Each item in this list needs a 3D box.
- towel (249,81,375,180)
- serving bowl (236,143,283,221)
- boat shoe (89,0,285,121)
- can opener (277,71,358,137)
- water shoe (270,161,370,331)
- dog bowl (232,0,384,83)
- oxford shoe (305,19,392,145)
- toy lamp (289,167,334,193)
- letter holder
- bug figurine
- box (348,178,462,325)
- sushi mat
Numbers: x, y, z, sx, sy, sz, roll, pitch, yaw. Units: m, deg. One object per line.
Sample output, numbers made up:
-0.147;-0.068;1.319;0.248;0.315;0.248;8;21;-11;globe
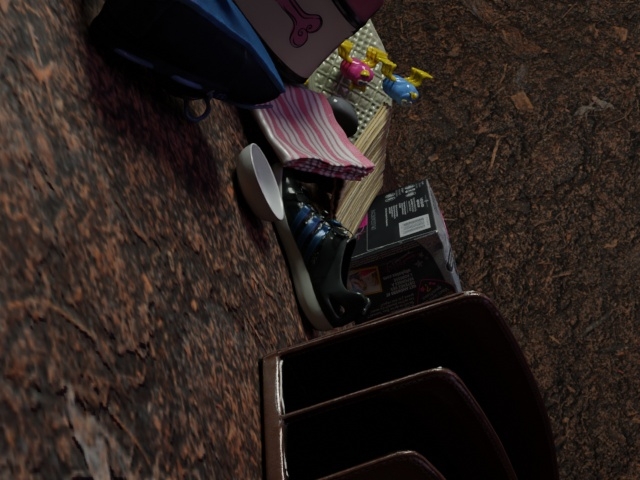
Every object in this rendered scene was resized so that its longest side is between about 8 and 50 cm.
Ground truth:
-0.019;-0.142;1.114;0.197;0.029;0.144;4;50;-59;towel
-0.066;-0.056;0.932;0.083;0.027;0.083;-19;90;-81;serving bowl
-0.109;-0.165;0.757;0.109;0.089;0.258;60;11;19;boat shoe
-0.025;-0.204;1.294;0.074;0.093;0.280;68;14;16;can opener
0.000;0.000;1.030;0.073;0.080;0.203;35;36;-74;water shoe
-0.063;-0.404;1.107;0.408;0.150;0.408;57;13;-22;dog bowl
0.007;-0.348;1.607;0.130;0.169;0.449;-13;-84;64;oxford shoe
0.011;-0.109;1.333;0.274;0.080;0.080;6;65;-77;toy lamp
0.105;0.216;0.790;0.152;0.214;0.302;-97;165;-52;letter holder
0.024;-0.276;1.434;0.216;0.279;0.072;-123;-131;-61;bug figurine
0.122;0.026;1.405;0.247;0.163;0.142;-84;154;-68;box
0.060;-0.086;1.341;0.316;0.019;0.151;-58;156;-60;sushi mat
